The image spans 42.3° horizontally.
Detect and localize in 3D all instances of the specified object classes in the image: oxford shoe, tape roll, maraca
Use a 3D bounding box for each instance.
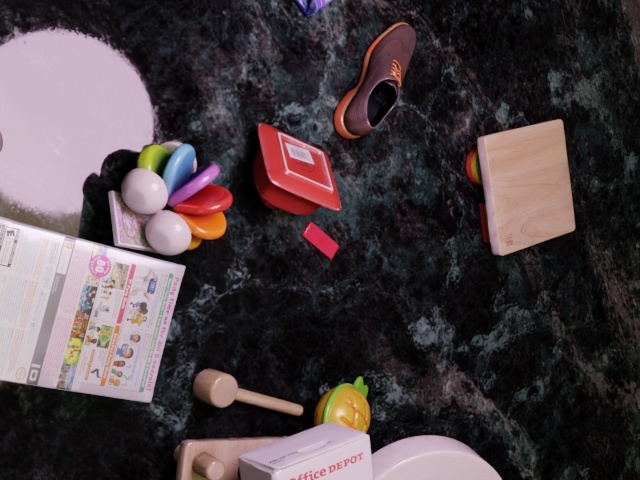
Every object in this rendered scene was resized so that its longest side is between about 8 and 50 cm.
[{"bbox_3d":[0.130,-0.309,1.588,0.097,0.098,0.271,37,71,-31],"label":"oxford shoe"},{"bbox_3d":[0.191,0.572,1.615,0.392,0.072,0.391,-5,106,-20],"label":"tape roll"},{"bbox_3d":[0.050,0.329,1.563,0.186,0.099,0.127,-21,111,-60],"label":"maraca"}]

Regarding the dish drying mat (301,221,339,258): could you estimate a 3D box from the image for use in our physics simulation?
[{"bbox_3d":[0.000,0.000,1.563,0.083,0.008,0.032,41,70,-31],"label":"dish drying mat"}]

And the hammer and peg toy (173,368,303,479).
[{"bbox_3d":[-0.125,0.411,1.415,0.266,0.127,0.361,9,87,-36],"label":"hammer and peg toy"}]

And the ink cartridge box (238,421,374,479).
[{"bbox_3d":[-0.012,0.459,1.352,0.197,0.114,0.272,-12,100,-36],"label":"ink cartridge box"}]

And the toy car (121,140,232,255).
[{"bbox_3d":[-0.211,-0.075,1.303,0.182,0.136,0.159,64,30,-19],"label":"toy car"}]

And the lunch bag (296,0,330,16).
[{"bbox_3d":[-0.001,-0.568,1.477,0.221,0.138,0.293,-53,129,-25],"label":"lunch bag"}]

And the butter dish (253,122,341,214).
[{"bbox_3d":[-0.061,-0.103,1.454,0.160,0.118,0.159,20,40,-33],"label":"butter dish"}]

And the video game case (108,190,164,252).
[{"bbox_3d":[-0.285,-0.027,1.305,0.122,0.011,0.087,15,61,-61],"label":"video game case"}]

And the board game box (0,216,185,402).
[{"bbox_3d":[-0.378,0.106,1.238,0.303,0.098,0.223,18,82,-34],"label":"board game box"}]

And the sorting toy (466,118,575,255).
[{"bbox_3d":[0.434,-0.120,1.824,0.257,0.089,0.255,-16,101,-34],"label":"sorting toy"}]

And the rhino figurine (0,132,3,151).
[{"bbox_3d":[-0.494,-0.058,1.139,0.073,0.106,0.243,13,84,-35],"label":"rhino figurine"}]
